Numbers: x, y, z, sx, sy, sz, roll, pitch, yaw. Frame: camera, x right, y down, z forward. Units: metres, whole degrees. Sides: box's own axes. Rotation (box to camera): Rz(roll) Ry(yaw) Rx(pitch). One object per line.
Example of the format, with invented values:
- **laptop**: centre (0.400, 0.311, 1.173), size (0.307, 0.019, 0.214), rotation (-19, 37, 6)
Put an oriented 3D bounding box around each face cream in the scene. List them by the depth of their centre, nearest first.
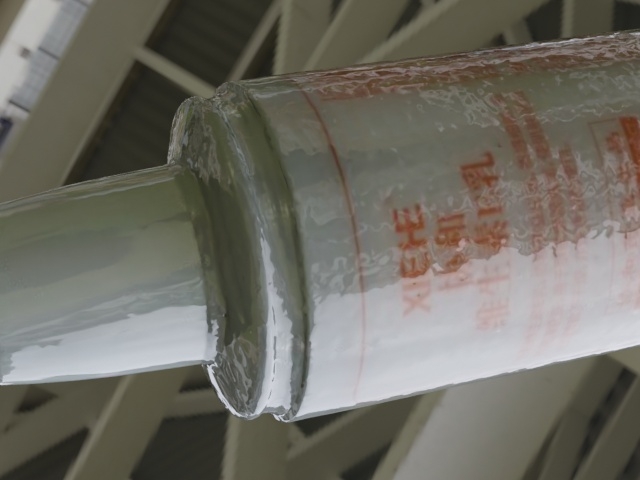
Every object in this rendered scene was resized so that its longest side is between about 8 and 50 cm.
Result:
- **face cream**: centre (0.000, 0.000, 0.355), size (0.101, 0.251, 0.101), rotation (170, -90, -71)
